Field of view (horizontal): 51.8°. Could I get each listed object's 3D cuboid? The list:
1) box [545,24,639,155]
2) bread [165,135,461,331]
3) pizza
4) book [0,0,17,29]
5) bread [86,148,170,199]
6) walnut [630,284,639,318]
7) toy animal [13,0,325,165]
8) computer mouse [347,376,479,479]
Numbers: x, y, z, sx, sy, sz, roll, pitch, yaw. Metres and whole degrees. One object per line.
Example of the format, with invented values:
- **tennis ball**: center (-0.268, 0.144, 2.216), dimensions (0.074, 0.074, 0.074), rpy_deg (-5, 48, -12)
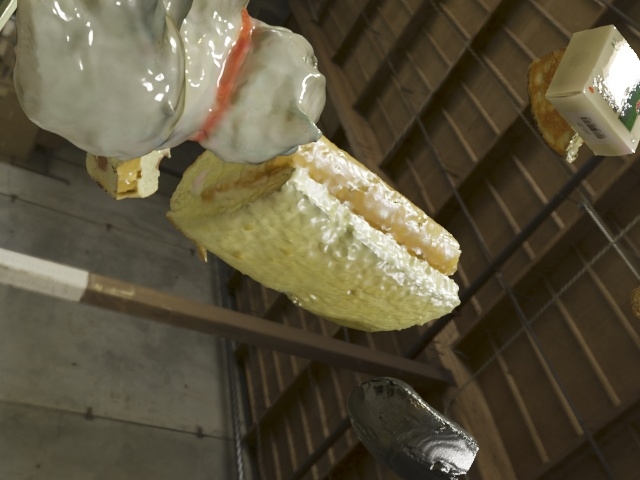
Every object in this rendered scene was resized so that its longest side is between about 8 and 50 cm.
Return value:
- **box**: center (0.572, -0.298, 1.334), dimensions (0.095, 0.212, 0.168), rpy_deg (11, -110, 57)
- **bread**: center (0.000, 0.000, 0.896), dimensions (0.237, 0.375, 0.165), rpy_deg (-17, -126, 37)
- **pizza**: center (0.596, -0.347, 1.554), dimensions (0.223, 0.089, 0.323), rpy_deg (-47, -141, 45)
- **book**: center (-0.618, -0.412, 1.121), dimensions (0.025, 0.215, 0.282), rpy_deg (93, 4, -55)
- **bread**: center (-0.468, -0.193, 1.486), dimensions (0.211, 0.224, 0.183), rpy_deg (-72, 169, -67)
- **walnut**: center (0.710, 0.131, 1.422), dimensions (0.083, 0.096, 0.079), rpy_deg (21, -115, 43)
- **toy animal**: center (-0.093, -0.130, 0.524), dimensions (0.266, 0.188, 0.308), rpy_deg (-31, -168, -18)
- **computer mouse**: center (0.134, 0.289, 0.972), dimensions (0.122, 0.217, 0.073), rpy_deg (-44, -163, 20)
